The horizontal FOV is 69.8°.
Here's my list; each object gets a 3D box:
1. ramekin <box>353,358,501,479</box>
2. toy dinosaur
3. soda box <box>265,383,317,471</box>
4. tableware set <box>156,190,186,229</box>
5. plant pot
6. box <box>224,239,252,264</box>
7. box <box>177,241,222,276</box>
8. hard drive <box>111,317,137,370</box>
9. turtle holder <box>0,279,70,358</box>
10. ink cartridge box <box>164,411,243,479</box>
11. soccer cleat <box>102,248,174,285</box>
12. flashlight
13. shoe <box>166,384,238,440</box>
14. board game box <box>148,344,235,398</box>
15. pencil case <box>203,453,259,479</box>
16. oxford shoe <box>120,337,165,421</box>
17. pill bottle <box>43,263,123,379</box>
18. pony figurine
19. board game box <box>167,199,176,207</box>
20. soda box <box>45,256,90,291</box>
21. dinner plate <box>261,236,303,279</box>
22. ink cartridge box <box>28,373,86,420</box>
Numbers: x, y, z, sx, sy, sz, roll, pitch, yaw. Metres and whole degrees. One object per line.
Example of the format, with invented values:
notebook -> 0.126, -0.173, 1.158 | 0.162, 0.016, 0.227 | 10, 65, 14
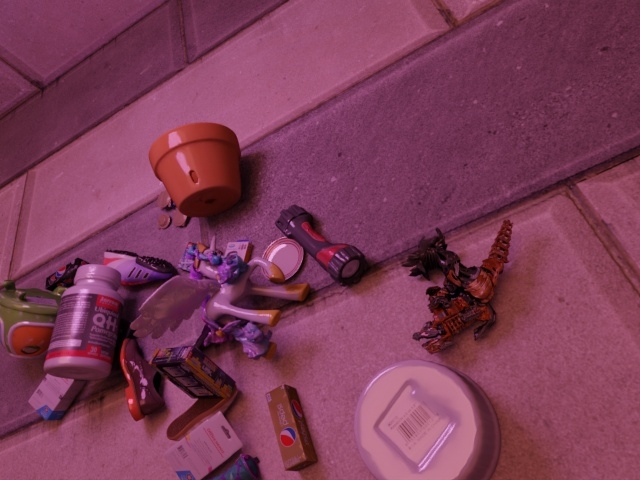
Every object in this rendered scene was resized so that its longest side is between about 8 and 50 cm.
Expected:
ramekin -> 0.201, 0.370, 0.906 | 0.277, 0.135, 0.277 | -13, 60, 23
toy dinosaur -> 0.309, 0.093, 1.019 | 0.218, 0.164, 0.322 | 39, 68, 23
soda box -> -0.069, 0.434, 1.067 | 0.058, 0.061, 0.181 | -31, 54, 11
tableware set -> -0.523, -0.112, 1.621 | 0.169, 0.020, 0.141 | -3, 75, 27
plant pot -> -0.378, -0.207, 1.470 | 0.291, 0.291, 0.203 | -25, 72, 15
box -> -0.256, 0.056, 1.397 | 0.081, 0.028, 0.136 | -3, 65, 28
box -> -0.387, 0.062, 1.466 | 0.137, 0.027, 0.093 | 12, 73, 33
hard drive -> -0.707, 0.326, 1.484 | 0.255, 0.054, 0.171 | 3, 66, 30
turtle holder -> -1.000, 0.264, 1.568 | 0.321, 0.243, 0.227 | 13, 88, 24
ink cartridge box -> -0.275, 0.503, 1.122 | 0.181, 0.061, 0.104 | -39, 80, 6
soccer cleat -> -0.612, 0.106, 1.534 | 0.319, 0.109, 0.116 | 9, 90, 30
flashlight -> 0.000, 0.000, 1.246 | 0.304, 0.103, 0.103 | 45, 111, 42
shoe -> -0.299, 0.449, 1.197 | 0.219, 0.058, 0.076 | -37, 32, 2
board game box -> -0.319, 0.332, 1.149 | 0.141, 0.170, 0.048 | -14, 38, 31
pencil case -> -0.215, 0.565, 1.077 | 0.152, 0.064, 0.070 | -36, 69, 7
oxford shoe -> -0.517, 0.390, 1.339 | 0.099, 0.096, 0.271 | -20, 49, -15
pill bottle -> -0.695, 0.241, 1.377 | 0.177, 0.176, 0.318 | -15, 59, 22
pony figurine -> -0.262, 0.170, 1.214 | 0.364, 0.302, 0.350 | 20, 65, 22
board game box -> -0.511, -0.165, 1.661 | 0.090, 0.020, 0.090 | -3, 63, 27
soda box -> -0.945, 0.133, 1.716 | 0.169, 0.060, 0.053 | -30, 53, 12
dinner plate -> -0.109, 0.055, 1.322 | 0.141, 0.017, 0.141 | -13, 59, 22
ink cartridge box -> -0.824, 0.464, 1.459 | 0.104, 0.060, 0.180 | 30, 82, 24
